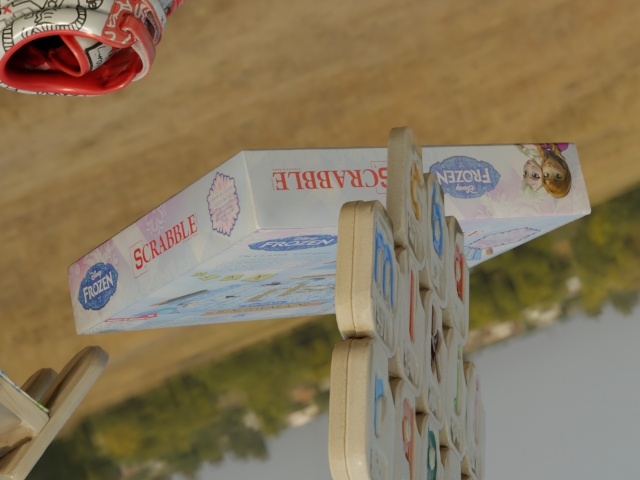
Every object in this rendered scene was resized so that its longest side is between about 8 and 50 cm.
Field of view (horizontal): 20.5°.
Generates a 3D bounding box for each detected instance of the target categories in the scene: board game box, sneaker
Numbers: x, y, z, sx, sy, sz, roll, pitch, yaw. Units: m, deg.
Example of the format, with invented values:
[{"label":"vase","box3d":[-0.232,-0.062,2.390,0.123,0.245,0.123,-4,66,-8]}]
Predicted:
[{"label":"board game box","box3d":[0.000,0.000,1.463,0.318,0.066,0.318,-3,166,-34]},{"label":"sneaker","box3d":[-0.108,-0.175,1.197,0.270,0.145,0.090,-12,149,-13]}]

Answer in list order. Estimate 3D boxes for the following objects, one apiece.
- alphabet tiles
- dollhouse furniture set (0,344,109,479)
[{"label":"alphabet tiles","box3d":[0.051,0.096,0.923,0.021,0.278,0.284,-4,156,16]},{"label":"dollhouse furniture set","box3d":[-0.388,0.024,1.582,0.256,0.362,0.394,-56,-165,-26]}]
